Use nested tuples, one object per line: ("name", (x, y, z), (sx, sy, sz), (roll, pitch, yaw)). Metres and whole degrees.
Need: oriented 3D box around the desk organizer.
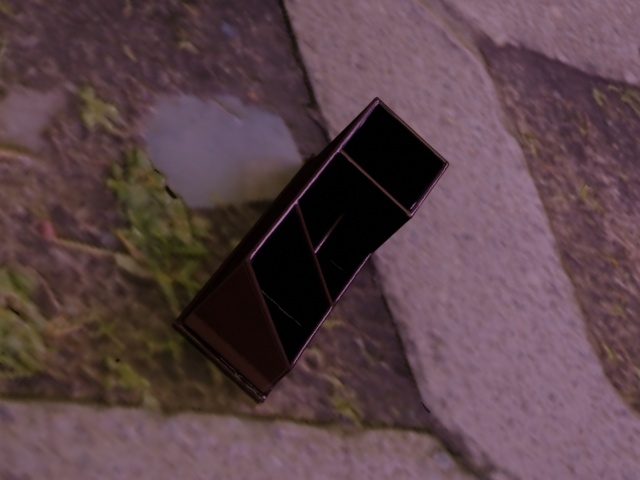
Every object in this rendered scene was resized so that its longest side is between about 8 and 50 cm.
("desk organizer", (0.000, 0.000, 0.694), (0.047, 0.050, 0.130), (42, 42, -5))
